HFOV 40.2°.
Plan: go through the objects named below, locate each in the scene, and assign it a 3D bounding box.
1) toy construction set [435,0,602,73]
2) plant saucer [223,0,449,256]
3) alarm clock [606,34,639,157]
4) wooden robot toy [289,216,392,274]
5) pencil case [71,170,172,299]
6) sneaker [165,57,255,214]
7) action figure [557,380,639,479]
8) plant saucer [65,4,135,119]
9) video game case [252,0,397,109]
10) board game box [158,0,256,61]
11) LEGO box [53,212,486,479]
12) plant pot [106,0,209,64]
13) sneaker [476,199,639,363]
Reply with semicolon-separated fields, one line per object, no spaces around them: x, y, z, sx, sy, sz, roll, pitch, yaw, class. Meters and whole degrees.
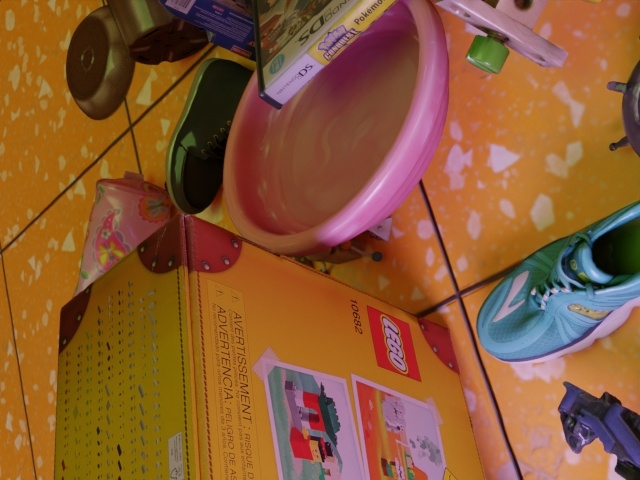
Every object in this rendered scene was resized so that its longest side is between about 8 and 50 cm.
0.181;-0.257;0.701;0.237;0.309;0.257;-57;41;10;toy construction set
0.022;-0.132;0.978;0.332;0.084;0.332;-27;52;40;plant saucer
0.335;-0.111;0.725;0.192;0.064;0.129;19;101;41;alarm clock
0.000;0.000;1.041;0.173;0.079;0.076;-20;74;42;wooden robot toy
-0.304;0.040;1.323;0.124;0.124;0.284;19;101;45;pencil case
-0.137;-0.134;1.187;0.118;0.083;0.221;22;101;44;sneaker
0.319;0.246;0.681;0.330;0.179;0.341;-65;26;10;action figure
-0.381;-0.305;1.482;0.199;0.036;0.198;-5;83;46;plant saucer
0.015;-0.315;0.994;0.248;0.035;0.274;-38;40;29;video game case
-0.146;-0.341;1.167;0.060;0.194;0.194;-48;41;31;board game box
-0.017;0.275;0.738;0.193;0.373;0.500;-34;48;31;LEGO box
-0.238;-0.355;1.261;0.167;0.167;0.165;-30;74;40;plant pot
0.237;0.025;0.777;0.275;0.110;0.107;-39;61;37;sneaker
